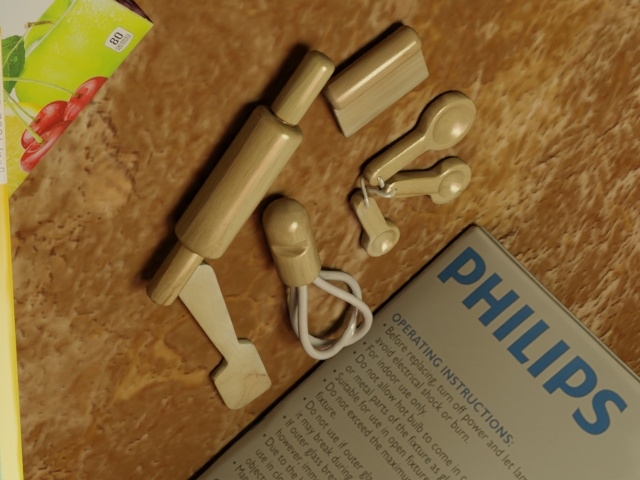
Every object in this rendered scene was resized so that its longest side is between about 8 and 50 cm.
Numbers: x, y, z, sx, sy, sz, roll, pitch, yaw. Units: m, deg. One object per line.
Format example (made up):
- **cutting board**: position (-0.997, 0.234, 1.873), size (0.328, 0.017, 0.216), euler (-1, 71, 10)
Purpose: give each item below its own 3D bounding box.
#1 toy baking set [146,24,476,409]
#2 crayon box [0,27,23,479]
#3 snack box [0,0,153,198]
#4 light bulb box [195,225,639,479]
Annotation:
- **toy baking set**: position (-0.003, -0.002, 1.074), size (0.256, 0.030, 0.197), euler (-52, 143, 14)
- **crayon box**: position (-0.197, 0.061, 0.691), size (0.165, 0.081, 0.278), euler (-7, 101, -32)
- **snack box**: position (-0.198, -0.077, 0.781), size (0.174, 0.070, 0.207), euler (-49, 142, 11)
- **light bulb box**: position (0.092, 0.244, 1.253), size (0.361, 0.225, 0.358), euler (-42, 144, -1)
